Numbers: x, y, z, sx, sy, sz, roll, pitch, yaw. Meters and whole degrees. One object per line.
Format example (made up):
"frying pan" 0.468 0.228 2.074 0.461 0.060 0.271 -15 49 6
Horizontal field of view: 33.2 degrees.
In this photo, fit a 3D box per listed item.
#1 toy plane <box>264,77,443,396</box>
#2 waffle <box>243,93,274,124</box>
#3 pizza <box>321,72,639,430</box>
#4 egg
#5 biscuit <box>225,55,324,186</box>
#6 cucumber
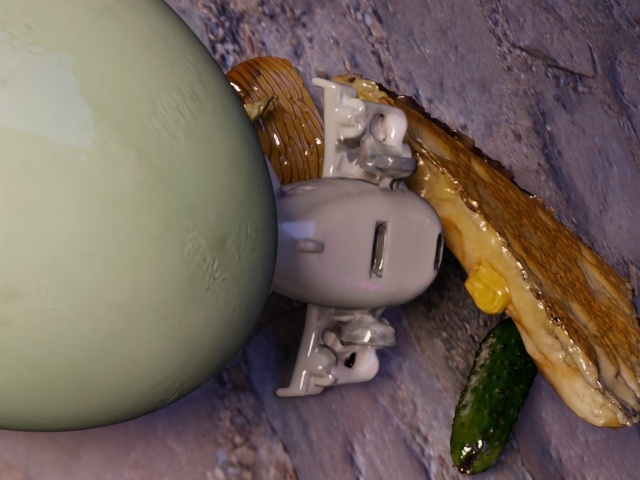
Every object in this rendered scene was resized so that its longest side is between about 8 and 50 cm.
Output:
"toy plane" 0.004 0.001 0.884 0.266 0.122 0.267 -11 106 -45
"waffle" -0.117 -0.100 0.899 0.125 0.032 0.191 40 53 -20
"pizza" 0.214 0.012 1.136 0.435 0.080 0.392 55 22 20
"egg" -0.195 -0.045 0.597 0.389 0.276 0.276 36 43 -25
"biscuit" -0.033 -0.072 1.005 0.176 0.031 0.229 -9 72 -50
"cucumber" 0.172 0.152 1.065 0.069 0.069 0.227 49 41 -14
